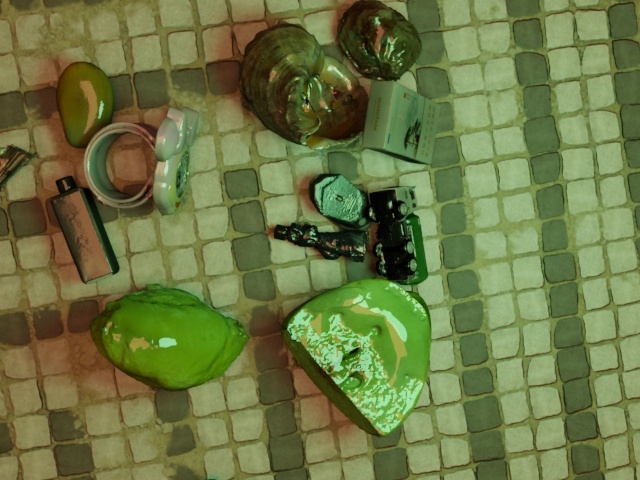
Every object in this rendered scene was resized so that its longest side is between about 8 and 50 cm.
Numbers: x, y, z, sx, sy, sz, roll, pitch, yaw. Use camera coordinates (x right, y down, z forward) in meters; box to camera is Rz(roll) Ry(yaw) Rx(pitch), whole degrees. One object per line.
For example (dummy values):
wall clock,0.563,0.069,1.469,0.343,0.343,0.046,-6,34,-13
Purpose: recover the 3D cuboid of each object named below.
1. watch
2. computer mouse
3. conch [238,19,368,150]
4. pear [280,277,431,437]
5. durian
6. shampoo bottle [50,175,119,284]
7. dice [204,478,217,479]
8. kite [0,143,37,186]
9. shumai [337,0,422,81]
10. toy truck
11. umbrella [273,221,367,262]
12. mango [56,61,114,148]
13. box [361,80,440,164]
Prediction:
watch,-0.406,-0.188,1.558,0.217,0.211,0.248,11,101,2
computer mouse,0.047,-0.092,1.663,0.192,0.062,0.106,30,87,-24
conch,-0.040,-0.310,1.569,0.297,0.210,0.352,11,60,-25
pear,0.113,0.230,1.615,0.318,0.238,0.342,-41,91,-14
durian,-0.347,0.220,1.554,0.256,0.340,0.204,38,110,17
shampoo bottle,-0.542,-0.027,1.599,0.080,0.079,0.246,-21,95,-5
dice,-0.272,0.649,1.640,0.131,0.128,0.120,-29,97,-5
kite,-0.854,-0.179,1.594,0.406,0.014,0.368,4,92,-5
shumai,0.144,-0.465,1.596,0.206,0.175,0.166,28,90,-10
toy truck,0.191,-0.009,1.657,0.125,0.101,0.242,-16,98,-48
umbrella,0.000,0.002,1.663,0.224,0.071,0.080,10,77,0
mango,-0.533,-0.304,1.578,0.130,0.092,0.194,12,92,-4
box,0.187,-0.263,1.592,0.067,0.233,0.149,8,90,35
